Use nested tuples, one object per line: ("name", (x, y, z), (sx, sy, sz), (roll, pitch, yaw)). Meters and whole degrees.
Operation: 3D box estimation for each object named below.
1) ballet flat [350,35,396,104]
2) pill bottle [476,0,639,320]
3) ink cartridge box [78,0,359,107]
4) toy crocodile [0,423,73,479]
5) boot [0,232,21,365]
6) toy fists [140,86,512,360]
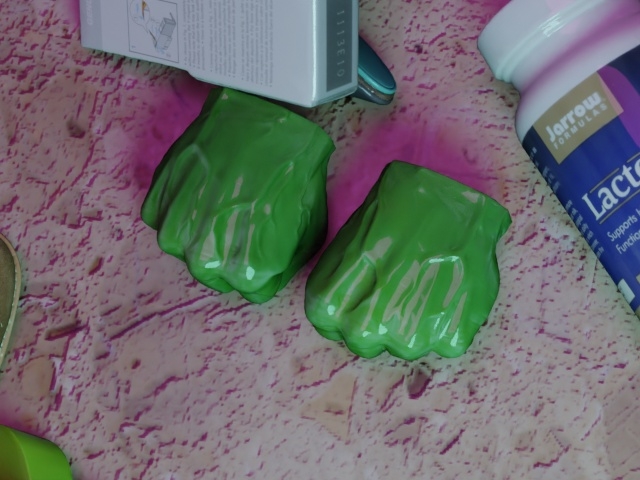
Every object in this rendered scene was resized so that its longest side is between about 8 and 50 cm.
("ballet flat", (-0.024, -0.170, 1.540), (0.074, 0.074, 0.203), (-39, 84, -1))
("pill bottle", (0.236, -0.071, 1.442), (0.153, 0.153, 0.264), (-33, 77, 0))
("ink cartridge box", (-0.080, -0.255, 1.470), (0.239, 0.060, 0.275), (17, 118, 36))
("toy crocodile", (-0.182, 0.289, 1.447), (0.105, 0.115, 0.340), (-27, 75, 21))
("boot", (-0.314, 0.113, 1.473), (0.112, 0.115, 0.305), (32, 71, -4))
("toy fists", (0.000, 0.000, 1.489), (0.279, 0.096, 0.142), (24, 73, 12))
